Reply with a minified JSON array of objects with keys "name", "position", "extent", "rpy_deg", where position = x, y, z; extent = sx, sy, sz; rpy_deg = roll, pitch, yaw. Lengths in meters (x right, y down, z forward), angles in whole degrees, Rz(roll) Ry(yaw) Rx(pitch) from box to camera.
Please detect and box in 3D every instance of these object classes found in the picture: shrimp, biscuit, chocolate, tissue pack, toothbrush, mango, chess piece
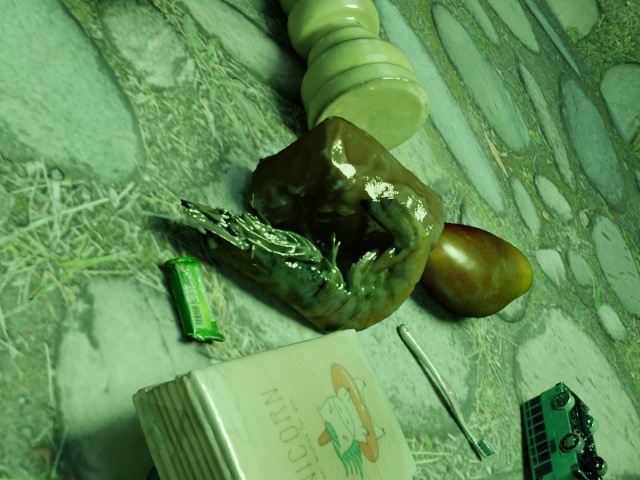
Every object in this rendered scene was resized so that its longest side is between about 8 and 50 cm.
[{"name":"shrimp","position":[0.000,0.000,0.877],"extent":[0.296,0.169,0.058],"rpy_deg":[33,14,-38]},{"name":"biscuit","position":[-0.120,0.055,0.799],"extent":[0.046,0.016,0.089],"rpy_deg":[6,61,-55]},{"name":"chocolate","position":[0.034,-0.031,0.969],"extent":[0.214,0.148,0.093],"rpy_deg":[37,43,-29]},{"name":"tissue pack","position":[-0.018,0.173,0.741],"extent":[0.325,0.071,0.170],"rpy_deg":[2,64,-68]},{"name":"toothbrush","position":[0.157,0.191,1.080],"extent":[0.204,0.022,0.017],"rpy_deg":[55,29,-3]},{"name":"mango","position":[0.211,0.044,1.188],"extent":[0.267,0.111,0.133],"rpy_deg":[11,40,-50]},{"name":"chess piece","position":[0.028,-0.274,1.160],"extent":[0.167,0.167,0.300],"rpy_deg":[19,46,-47]}]

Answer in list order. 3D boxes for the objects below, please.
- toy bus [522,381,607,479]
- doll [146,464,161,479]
[{"name":"toy bus","position":[0.334,0.287,1.183],"extent":[0.079,0.091,0.160],"rpy_deg":[42,30,-24]},{"name":"doll","position":[-0.108,0.206,0.655],"extent":[0.076,0.050,0.083],"rpy_deg":[31,41,-50]}]
